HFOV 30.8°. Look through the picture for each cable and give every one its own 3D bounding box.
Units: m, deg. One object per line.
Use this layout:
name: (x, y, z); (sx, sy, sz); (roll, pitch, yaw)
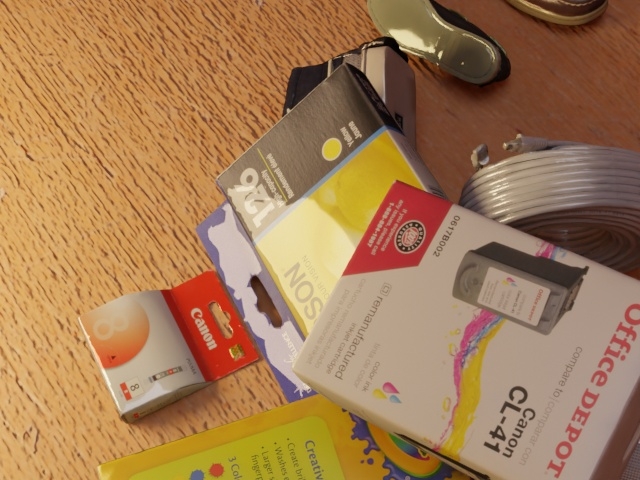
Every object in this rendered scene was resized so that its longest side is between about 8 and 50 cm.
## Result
cable: (0.286, -0.027, 1.342); (0.257, 0.257, 0.089); (1, 67, -1)

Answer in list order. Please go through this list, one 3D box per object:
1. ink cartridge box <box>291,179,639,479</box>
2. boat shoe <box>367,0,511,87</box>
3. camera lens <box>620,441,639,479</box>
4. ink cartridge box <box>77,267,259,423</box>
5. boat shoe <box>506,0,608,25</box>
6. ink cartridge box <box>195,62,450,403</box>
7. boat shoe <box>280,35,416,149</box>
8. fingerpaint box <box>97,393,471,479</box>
ink cartridge box: (0.162, 0.106, 1.115); (0.306, 0.131, 0.226); (24, 78, 28)
boat shoe: (0.161, -0.281, 1.593); (0.227, 0.068, 0.081); (40, 111, 25)
camera lens: (0.321, 0.213, 1.231); (0.274, 0.219, 0.219); (14, 64, 11)
ink cartridge box: (-0.185, 0.120, 1.411); (0.179, 0.045, 0.145); (-27, 64, -8)
boat shoe: (0.277, -0.442, 1.637); (0.123, 0.123, 0.342); (-30, 64, -12)
ink cartridge box: (0.000, 0.000, 1.364); (0.307, 0.072, 0.304); (-40, 62, 18)
boat shoe: (0.034, -0.084, 1.481); (0.158, 0.127, 0.341); (-8, 68, 30)
fingerpaint box: (0.011, 0.398, 1.183); (0.371, 0.163, 0.445); (-18, 63, -5)
